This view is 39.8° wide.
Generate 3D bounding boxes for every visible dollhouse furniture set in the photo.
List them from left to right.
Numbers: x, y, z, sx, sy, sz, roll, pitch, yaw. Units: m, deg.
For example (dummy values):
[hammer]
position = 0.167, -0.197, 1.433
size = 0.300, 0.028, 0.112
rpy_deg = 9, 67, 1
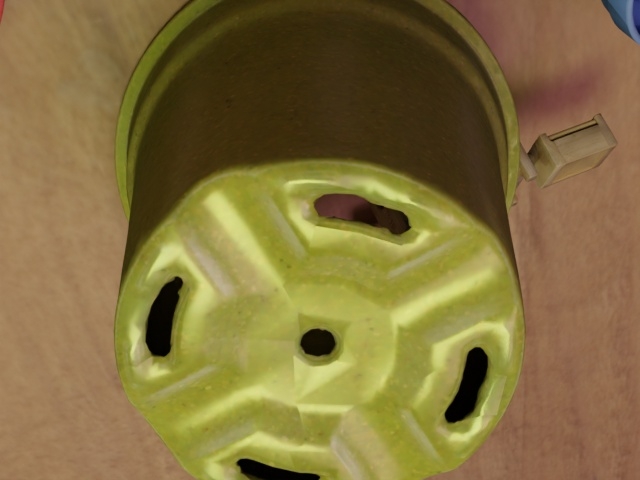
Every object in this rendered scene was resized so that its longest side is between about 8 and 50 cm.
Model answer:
[dollhouse furniture set]
position = 0.116, -0.057, 0.736
size = 0.182, 0.101, 0.161
rpy_deg = -21, 162, -13

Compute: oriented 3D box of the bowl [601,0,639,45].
[bowl]
position = 0.314, -0.288, 0.530
size = 0.391, 0.077, 0.391
rpy_deg = -32, 158, -15

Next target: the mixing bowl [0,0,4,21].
[mixing bowl]
position = -0.245, -0.139, 0.403
size = 0.182, 0.098, 0.181
rpy_deg = -16, 136, -16

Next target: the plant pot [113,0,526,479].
[plant pot]
position = 0.000, 0.000, 0.493
size = 0.276, 0.254, 0.276
rpy_deg = 0, 114, -1
